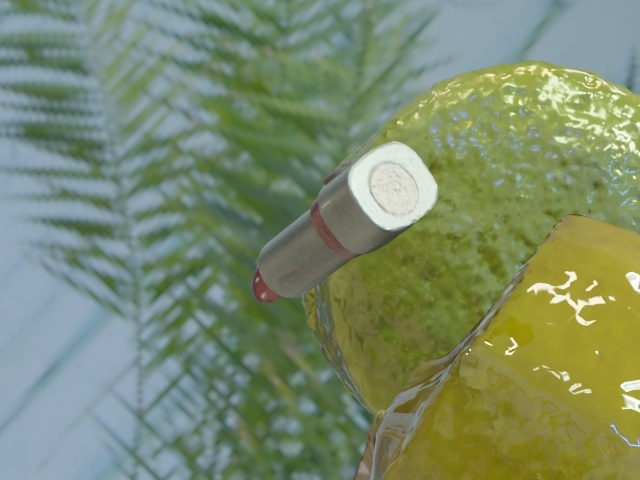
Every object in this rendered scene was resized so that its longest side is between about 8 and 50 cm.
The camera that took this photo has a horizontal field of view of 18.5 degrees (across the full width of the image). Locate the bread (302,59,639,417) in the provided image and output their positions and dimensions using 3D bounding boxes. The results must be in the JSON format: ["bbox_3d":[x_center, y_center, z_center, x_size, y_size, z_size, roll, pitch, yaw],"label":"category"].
[{"bbox_3d":[0.146,0.024,1.672,0.348,0.348,0.308,46,-8,-13],"label":"bread"}]

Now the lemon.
[{"bbox_3d":[0.189,0.184,1.199,0.364,0.364,0.364,44,-5,5],"label":"lemon"}]

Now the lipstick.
[{"bbox_3d":[-0.001,-0.001,1.280,0.057,0.063,0.186,55,-38,2],"label":"lipstick"}]
